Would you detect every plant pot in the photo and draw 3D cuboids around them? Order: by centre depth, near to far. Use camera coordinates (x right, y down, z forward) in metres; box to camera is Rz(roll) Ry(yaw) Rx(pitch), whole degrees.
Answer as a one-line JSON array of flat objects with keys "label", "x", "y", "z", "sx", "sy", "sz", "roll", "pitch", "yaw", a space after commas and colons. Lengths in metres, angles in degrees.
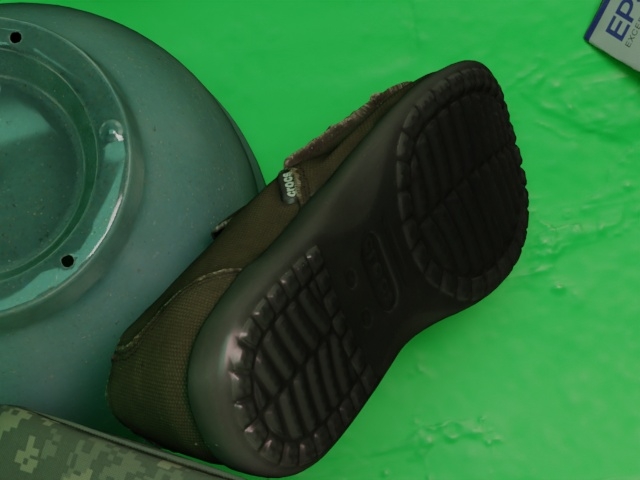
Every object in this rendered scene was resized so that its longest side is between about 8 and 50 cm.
[{"label": "plant pot", "x": -0.179, "y": -0.017, "z": 1.146, "sx": 0.293, "sy": 0.196, "sz": 0.293, "roll": -1, "pitch": 75, "yaw": 3}]

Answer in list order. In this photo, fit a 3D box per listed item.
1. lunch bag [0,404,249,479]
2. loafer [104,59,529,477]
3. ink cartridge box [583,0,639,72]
[{"label": "lunch bag", "x": -0.095, "y": 0.253, "z": 0.999, "sx": 0.305, "sy": 0.212, "sz": 0.256, "roll": 14, "pitch": 66, "yaw": 39}, {"label": "loafer", "x": 0.000, "y": 0.000, "z": 1.096, "sx": 0.130, "sy": 0.366, "sz": 0.134, "roll": -4, "pitch": 112, "yaw": 34}, {"label": "ink cartridge box", "x": 0.340, "y": -0.176, "z": 1.134, "sx": 0.307, "sy": 0.072, "sz": 0.304, "roll": 42, "pitch": 111, "yaw": 42}]
